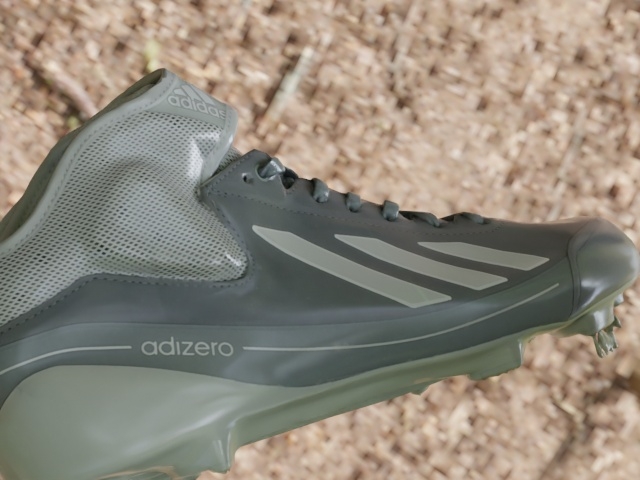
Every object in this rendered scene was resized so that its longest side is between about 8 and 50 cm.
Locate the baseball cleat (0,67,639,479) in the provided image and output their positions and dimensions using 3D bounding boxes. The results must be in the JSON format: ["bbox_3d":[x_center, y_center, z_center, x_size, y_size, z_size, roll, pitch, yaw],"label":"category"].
[{"bbox_3d":[0.000,0.000,0.489,0.206,0.072,0.109,-17,87,-38],"label":"baseball cleat"}]
